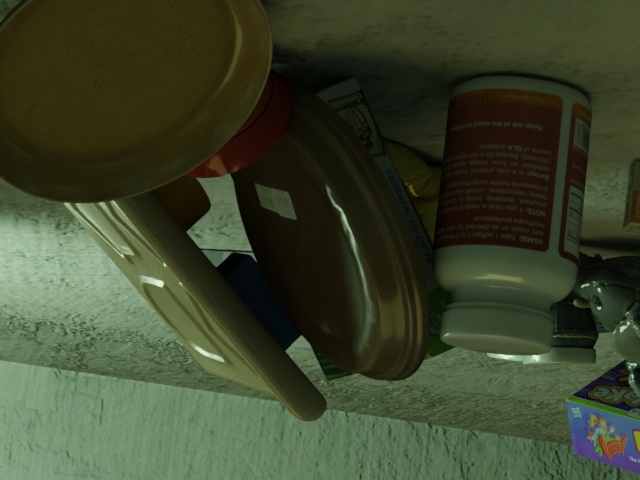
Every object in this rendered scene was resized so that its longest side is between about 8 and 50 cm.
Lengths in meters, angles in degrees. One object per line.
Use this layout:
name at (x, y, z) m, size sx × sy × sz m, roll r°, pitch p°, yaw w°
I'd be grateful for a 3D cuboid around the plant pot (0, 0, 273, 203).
plant pot at (-0.150, -0.124, 1.412) m, size 0.236 × 0.032 × 0.236 m, roll -18°, pitch 140°, yaw -15°

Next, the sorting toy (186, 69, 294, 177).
sorting toy at (-0.209, -0.134, 1.588) m, size 0.366 × 0.127 × 0.126 m, roll 0°, pitch 142°, yaw 24°

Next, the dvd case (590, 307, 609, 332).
dvd case at (0.360, 0.087, 2.431) m, size 0.180 × 0.022 × 0.253 m, roll 16°, pitch 165°, yaw -34°

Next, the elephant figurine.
elephant figurine at (0.366, 0.077, 2.104) m, size 0.186 × 0.169 × 0.239 m, roll -27°, pitch 139°, yaw 17°

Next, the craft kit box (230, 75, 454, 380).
craft kit box at (0.018, -0.002, 1.709) m, size 0.061 × 0.246 × 0.250 m, roll -23°, pitch 179°, yaw -23°

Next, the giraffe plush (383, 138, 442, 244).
giraffe plush at (0.073, 0.008, 1.860) m, size 0.210 × 0.170 × 0.181 m, roll 9°, pitch 168°, yaw -9°

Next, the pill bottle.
pill bottle at (0.155, -0.018, 1.571) m, size 0.121 × 0.216 × 0.121 m, roll 7°, pitch 168°, yaw 2°

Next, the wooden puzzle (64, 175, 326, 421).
wooden puzzle at (-0.136, 0.011, 1.816) m, size 0.322 × 0.080 × 0.348 m, roll 52°, pitch 168°, yaw -18°

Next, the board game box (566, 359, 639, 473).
board game box at (0.493, 0.203, 2.189) m, size 0.233 × 0.078 × 0.347 m, roll -29°, pitch -152°, yaw -36°

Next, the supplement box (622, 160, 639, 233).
supplement box at (0.333, -0.035, 1.763) m, size 0.098 × 0.062 × 0.036 m, roll 7°, pitch 169°, yaw -2°

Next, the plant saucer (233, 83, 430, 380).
plant saucer at (0.000, 0.000, 1.632) m, size 0.041 × 0.277 × 0.278 m, roll -25°, pitch 180°, yaw -22°

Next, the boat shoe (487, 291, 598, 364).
boat shoe at (0.272, 0.099, 2.321) m, size 0.116 × 0.099 × 0.319 m, roll 0°, pitch 179°, yaw -4°

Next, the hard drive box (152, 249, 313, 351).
hard drive box at (-0.090, 0.082, 2.514) m, size 0.181 × 0.089 × 0.232 m, roll 3°, pitch 168°, yaw 19°

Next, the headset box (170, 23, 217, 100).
headset box at (-0.121, -0.154, 1.459) m, size 0.062 × 0.032 × 0.083 m, roll 12°, pitch 127°, yaw -26°
